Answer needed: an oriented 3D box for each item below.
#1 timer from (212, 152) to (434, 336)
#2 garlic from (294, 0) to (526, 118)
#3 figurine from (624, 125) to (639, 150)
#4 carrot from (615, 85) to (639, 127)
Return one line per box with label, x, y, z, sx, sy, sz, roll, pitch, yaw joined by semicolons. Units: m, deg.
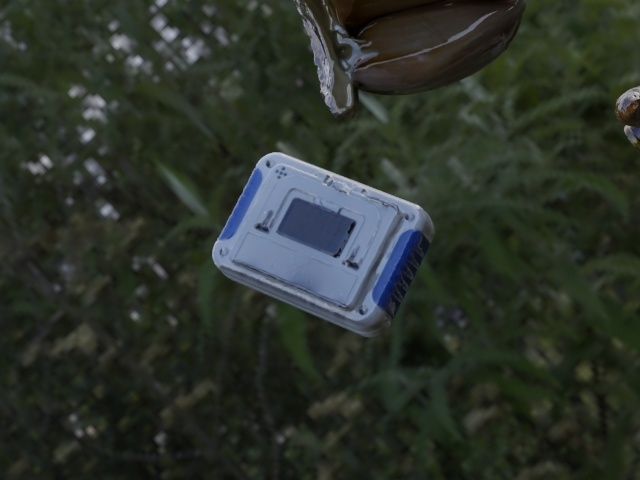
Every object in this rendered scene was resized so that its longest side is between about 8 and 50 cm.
timer;0.000;0.000;2.094;0.178;0.253;0.078;-64;-25;-11
garlic;0.052;-0.216;1.240;0.191;0.214;0.160;-27;14;-2
figurine;0.498;-0.190;2.355;0.098;0.082;0.154;7;-49;-50
carrot;0.335;-0.143;1.766;0.047;0.047;0.191;-48;-10;15
